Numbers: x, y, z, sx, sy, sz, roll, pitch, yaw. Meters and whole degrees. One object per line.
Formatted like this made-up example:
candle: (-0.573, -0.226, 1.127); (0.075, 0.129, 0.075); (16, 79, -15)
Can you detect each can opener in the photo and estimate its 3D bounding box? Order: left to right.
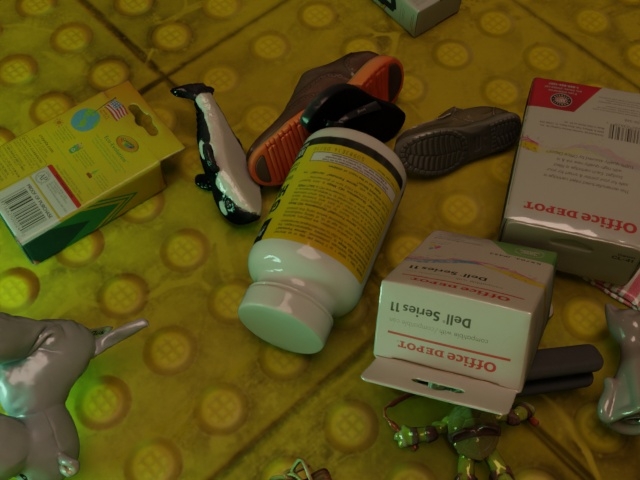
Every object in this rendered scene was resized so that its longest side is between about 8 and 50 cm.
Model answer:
can opener: (0.276, 0.182, 1.174); (0.280, 0.074, 0.093); (-1, 43, -16)

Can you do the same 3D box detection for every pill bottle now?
pill bottle: (0.000, 0.000, 1.276); (0.187, 0.188, 0.334); (19, 61, 10)

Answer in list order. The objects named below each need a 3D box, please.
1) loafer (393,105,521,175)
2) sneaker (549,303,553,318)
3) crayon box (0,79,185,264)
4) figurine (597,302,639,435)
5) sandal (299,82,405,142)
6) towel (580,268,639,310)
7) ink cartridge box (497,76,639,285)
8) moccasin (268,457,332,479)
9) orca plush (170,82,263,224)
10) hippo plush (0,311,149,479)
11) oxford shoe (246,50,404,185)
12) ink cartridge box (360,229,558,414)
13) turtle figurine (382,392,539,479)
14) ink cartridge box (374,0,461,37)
loafer: (0.237, -0.186, 1.456); (0.251, 0.094, 0.087); (-14, 36, -19)
sneaker: (0.309, 0.068, 1.306); (0.161, 0.075, 0.057); (41, 67, 20)
crayon box: (-0.414, -0.124, 1.404); (0.318, 0.081, 0.202); (-33, 66, -17)
figurine: (0.521, 0.200, 1.214); (0.214, 0.092, 0.210); (19, 52, -7)
sandal: (0.070, -0.210, 1.387); (0.254, 0.097, 0.054); (-3, 44, -47)
towel: (0.488, 0.015, 1.366); (0.197, 0.029, 0.144); (34, 66, 17)
ink cartridge box: (0.431, -0.104, 1.342); (0.226, 0.131, 0.306); (14, 63, 11)
moccasin: (-0.001, 0.361, 1.078); (0.379, 0.139, 0.147); (6, 85, 4)
orca plush: (-0.196, -0.138, 1.403); (0.102, 0.151, 0.287); (-34, 80, 22)
hippo plush: (-0.433, 0.235, 1.160); (0.294, 0.234, 0.237); (10, 72, -43)
oxford shoe: (-0.011, -0.226, 1.463); (0.363, 0.130, 0.132); (-39, 49, -26)
ink cartridge box: (0.205, 0.097, 1.133); (0.207, 0.119, 0.353); (11, 19, 19)
turtle figurine: (0.238, 0.292, 1.168); (0.269, 0.087, 0.217); (-8, 60, -5)
ink cartridge box: (0.184, -0.516, 1.643); (0.127, 0.072, 0.175); (-34, 66, -18)
